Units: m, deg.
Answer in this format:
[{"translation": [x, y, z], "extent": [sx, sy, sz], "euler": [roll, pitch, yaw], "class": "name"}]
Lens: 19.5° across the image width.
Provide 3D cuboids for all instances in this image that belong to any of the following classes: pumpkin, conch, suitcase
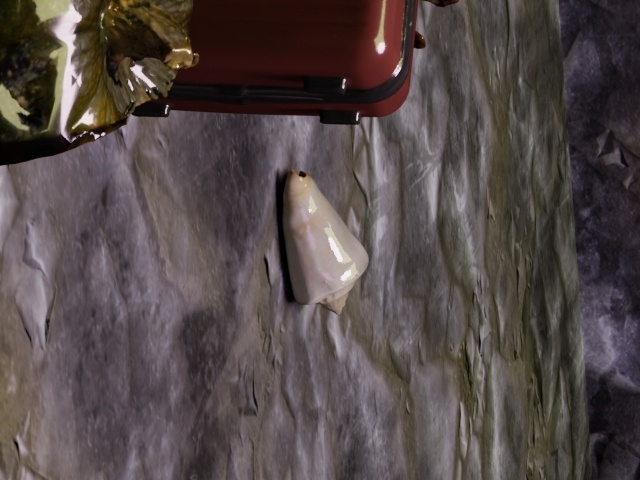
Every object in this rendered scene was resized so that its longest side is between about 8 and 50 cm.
[{"translation": [-0.197, -0.194, 1.315], "extent": [0.325, 0.242, 0.232], "euler": [-59, 153, -63], "class": "pumpkin"}, {"translation": [-0.009, 0.003, 2.119], "extent": [0.176, 0.094, 0.104], "euler": [58, 43, -10], "class": "conch"}, {"translation": [-0.062, -0.227, 1.610], "extent": [0.161, 0.297, 0.236], "euler": [57, 38, -71], "class": "suitcase"}]

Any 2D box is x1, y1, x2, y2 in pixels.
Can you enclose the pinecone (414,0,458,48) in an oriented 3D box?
[{"translation": [0.033, -0.333, 1.947], "extent": [0.298, 0.242, 0.295], "euler": [48, 48, -56], "class": "pinecone"}]
